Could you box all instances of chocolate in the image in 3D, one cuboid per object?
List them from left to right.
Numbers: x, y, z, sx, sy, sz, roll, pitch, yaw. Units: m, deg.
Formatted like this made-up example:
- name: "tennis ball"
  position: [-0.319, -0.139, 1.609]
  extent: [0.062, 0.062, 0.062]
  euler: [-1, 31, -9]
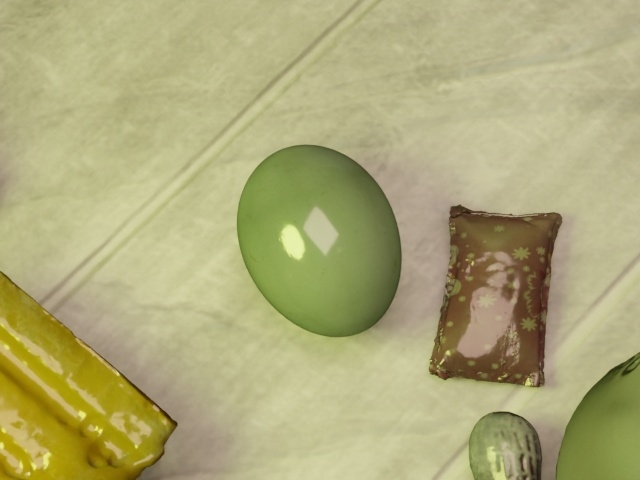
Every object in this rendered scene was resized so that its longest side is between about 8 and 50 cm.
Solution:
- name: "chocolate"
  position: [0.175, 0.237, 1.422]
  extent: [0.072, 0.072, 0.167]
  euler: [-7, 67, -2]

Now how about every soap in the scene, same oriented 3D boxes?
- name: "soap"
  position: [-0.313, 0.178, 1.374]
  extent: [0.281, 0.143, 0.259]
  euler: [43, 64, -1]

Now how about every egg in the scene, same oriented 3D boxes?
- name: "egg"
  position: [0.000, 0.000, 1.472]
  extent: [0.149, 0.149, 0.192]
  euler: [-25, 71, -8]

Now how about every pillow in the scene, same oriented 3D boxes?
- name: "pillow"
  position: [0.172, 0.050, 1.508]
  extent: [0.118, 0.043, 0.185]
  euler: [7, 70, 1]

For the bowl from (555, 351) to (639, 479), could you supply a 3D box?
- name: "bowl"
  position: [0.395, 0.204, 1.312]
  extent: [0.353, 0.185, 0.354]
  euler: [9, 56, -13]
